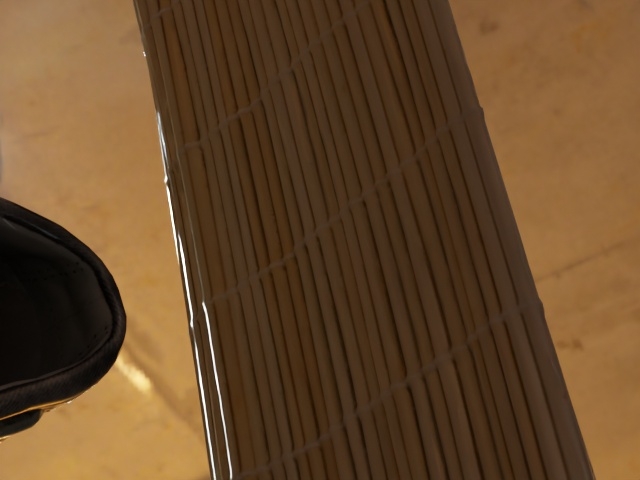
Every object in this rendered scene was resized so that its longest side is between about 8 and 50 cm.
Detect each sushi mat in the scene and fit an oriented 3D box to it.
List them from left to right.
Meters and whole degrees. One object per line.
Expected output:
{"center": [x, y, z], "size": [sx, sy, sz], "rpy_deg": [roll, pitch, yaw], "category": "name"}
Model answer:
{"center": [0.000, 0.000, 0.458], "size": [0.019, 0.316, 0.151], "rpy_deg": [18, -43, -39], "category": "sushi mat"}

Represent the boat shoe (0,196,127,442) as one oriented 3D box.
{"center": [-0.176, 0.003, 0.294], "size": [0.119, 0.121, 0.335], "rpy_deg": [-28, -18, 27], "category": "boat shoe"}
